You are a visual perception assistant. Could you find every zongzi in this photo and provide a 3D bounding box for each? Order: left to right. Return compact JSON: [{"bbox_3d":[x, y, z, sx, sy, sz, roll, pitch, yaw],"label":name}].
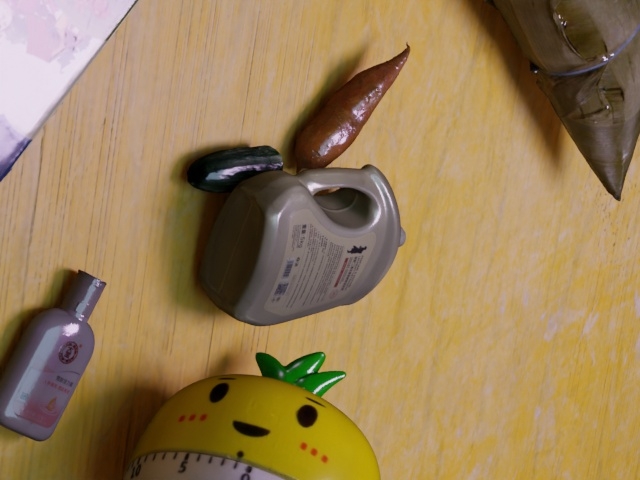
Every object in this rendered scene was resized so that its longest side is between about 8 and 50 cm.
[{"bbox_3d":[0.374,-0.300,1.859,0.356,0.174,0.393,-55,134,-22],"label":"zongzi"}]

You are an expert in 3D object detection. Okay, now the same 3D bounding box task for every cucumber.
[{"bbox_3d":[-0.093,-0.072,1.564,0.105,0.048,0.048,-8,108,-41],"label":"cucumber"}]

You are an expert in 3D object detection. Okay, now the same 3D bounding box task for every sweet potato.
[{"bbox_3d":[0.035,-0.145,1.655,0.195,0.056,0.056,-50,132,-9],"label":"sweet potato"}]

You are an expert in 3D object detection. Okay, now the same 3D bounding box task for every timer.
[{"bbox_3d":[-0.055,0.223,1.562,0.285,0.285,0.285,-16,114,-41],"label":"timer"}]

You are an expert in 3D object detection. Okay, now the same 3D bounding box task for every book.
[{"bbox_3d":[-0.306,-0.177,1.341,0.322,0.018,0.228,-57,134,-15],"label":"book"}]

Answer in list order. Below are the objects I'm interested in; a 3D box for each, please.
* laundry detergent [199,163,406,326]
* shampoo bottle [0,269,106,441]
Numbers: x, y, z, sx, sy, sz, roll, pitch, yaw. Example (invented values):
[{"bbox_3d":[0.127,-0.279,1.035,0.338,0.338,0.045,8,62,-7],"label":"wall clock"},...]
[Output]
[{"bbox_3d":[0.000,0.000,1.627,0.253,0.091,0.181,-6,124,-45],"label":"laundry detergent"},{"bbox_3d":[-0.255,0.108,1.464,0.080,0.040,0.165,34,79,-43],"label":"shampoo bottle"}]
